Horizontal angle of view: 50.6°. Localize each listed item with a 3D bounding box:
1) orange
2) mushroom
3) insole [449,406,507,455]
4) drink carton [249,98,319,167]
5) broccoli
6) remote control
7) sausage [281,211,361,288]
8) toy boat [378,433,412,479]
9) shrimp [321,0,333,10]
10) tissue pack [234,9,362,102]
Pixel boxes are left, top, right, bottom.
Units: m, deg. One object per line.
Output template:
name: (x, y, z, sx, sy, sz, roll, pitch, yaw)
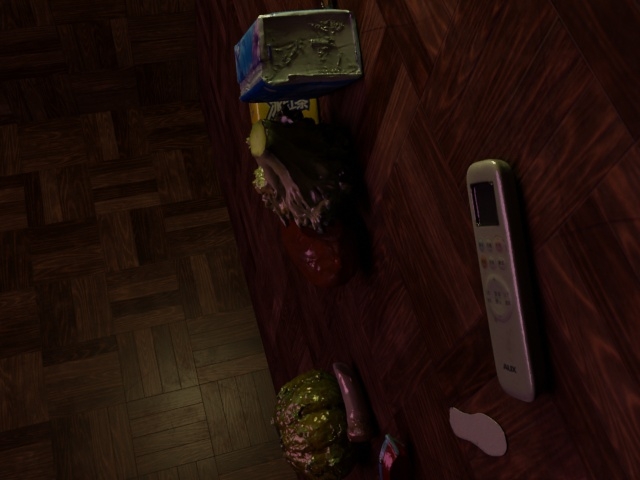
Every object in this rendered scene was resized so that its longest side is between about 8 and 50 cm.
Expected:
orange: (-0.012, 0.509, 1.818, 0.300, 0.223, 0.301, 91, 162, -56)
mushroom: (0.079, 0.400, 1.683, 0.084, 0.071, 0.209, 90, 166, -60)
insole: (0.249, 0.304, 1.084, 0.197, 0.004, 0.065, 153, 105, -75)
drink carton: (-0.085, -0.274, 1.633, 0.111, 0.154, 0.352, -141, 42, -68)
broccoli: (-0.065, -0.156, 1.418, 0.288, 0.245, 0.248, 28, 96, 49)
remote control: (0.239, 0.050, 0.867, 0.090, 0.038, 0.310, -176, 76, -75)
sausage: (0.000, 0.001, 1.515, 0.268, 0.153, 0.141, -122, 14, -54)
toy boat: (0.157, 0.488, 1.446, 0.059, 0.069, 0.173, 40, 144, 56)
shrimp: (-0.010, -0.536, 1.395, 0.161, 0.049, 0.166, 156, 95, -74)
tissue pack: (-0.053, -0.364, 1.363, 0.263, 0.198, 0.146, -162, 64, -73)
